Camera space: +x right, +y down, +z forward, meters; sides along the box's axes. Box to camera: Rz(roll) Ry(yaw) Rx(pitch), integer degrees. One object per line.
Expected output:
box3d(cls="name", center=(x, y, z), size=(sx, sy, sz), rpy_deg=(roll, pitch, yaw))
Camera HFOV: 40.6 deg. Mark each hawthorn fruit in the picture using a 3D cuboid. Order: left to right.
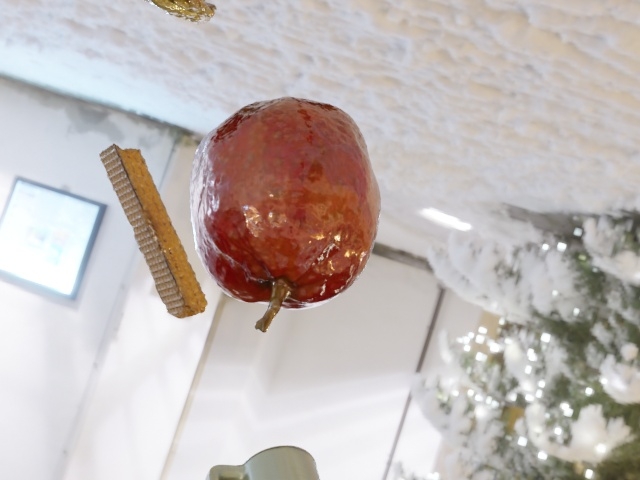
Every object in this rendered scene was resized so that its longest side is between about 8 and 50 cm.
box3d(cls="hawthorn fruit", center=(-0.036, -0.018, 0.861), size=(0.205, 0.253, 0.205), rpy_deg=(-1, 147, -1))

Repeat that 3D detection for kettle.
box3d(cls="kettle", center=(-0.094, 0.623, 1.867), size=(0.265, 0.205, 0.318), rpy_deg=(-14, -146, -6))

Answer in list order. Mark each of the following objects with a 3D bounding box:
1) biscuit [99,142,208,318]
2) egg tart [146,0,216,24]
box3d(cls="biscuit", center=(-0.338, -0.017, 1.750), size=(0.054, 0.378, 0.094), rpy_deg=(-28, -173, -39))
box3d(cls="egg tart", center=(-0.243, -0.375, 1.082), size=(0.288, 0.118, 0.288), rpy_deg=(33, -170, -7))
